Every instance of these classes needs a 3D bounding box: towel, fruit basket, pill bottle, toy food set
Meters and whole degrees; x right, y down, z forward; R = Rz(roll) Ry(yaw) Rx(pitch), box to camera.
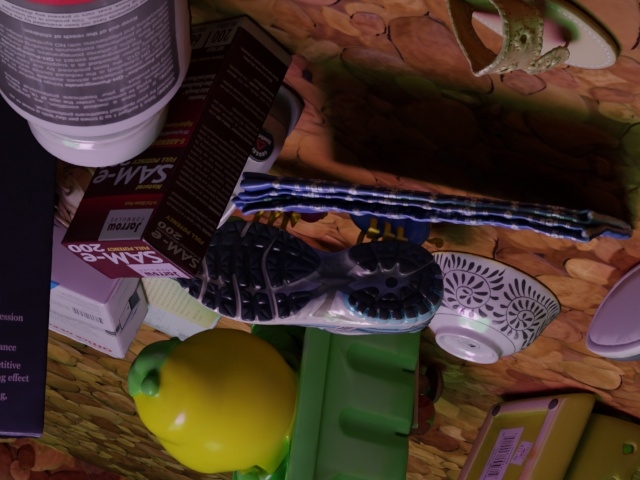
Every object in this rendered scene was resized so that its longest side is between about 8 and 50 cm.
[{"bbox_3d":[0.109,-0.024,1.632,0.336,0.040,0.243,7,-179,18],"label":"towel"},{"bbox_3d":[-0.078,0.215,2.107,0.392,0.392,0.283,26,159,-12],"label":"fruit basket"},{"bbox_3d":[-0.195,-0.196,1.431,0.176,0.176,0.318,18,152,8],"label":"pill bottle"},{"bbox_3d":[0.115,0.214,2.285,0.071,0.128,0.218,6,160,-20],"label":"toy food set"}]

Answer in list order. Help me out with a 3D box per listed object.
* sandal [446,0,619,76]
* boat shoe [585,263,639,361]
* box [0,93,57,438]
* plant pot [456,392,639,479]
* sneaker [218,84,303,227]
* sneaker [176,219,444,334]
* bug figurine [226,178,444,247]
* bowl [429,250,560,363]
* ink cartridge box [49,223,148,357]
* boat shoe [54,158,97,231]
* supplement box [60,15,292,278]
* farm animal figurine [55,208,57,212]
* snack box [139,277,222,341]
[{"bbox_3d":[0.126,-0.168,1.366,0.240,0.079,0.088,32,157,-25],"label":"sandal"},{"bbox_3d":[0.374,0.070,1.667,0.099,0.116,0.319,32,152,-17],"label":"boat shoe"},{"bbox_3d":[-0.450,0.002,1.792,0.293,0.395,0.212,8,172,-36],"label":"box"},{"bbox_3d":[0.302,0.322,2.219,0.207,0.228,0.227,36,156,-20],"label":"plant pot"},{"bbox_3d":[-0.148,-0.070,1.793,0.122,0.146,0.330,28,160,-20],"label":"sneaker"},{"bbox_3d":[-0.012,0.059,1.827,0.283,0.110,0.122,9,159,9],"label":"sneaker"},{"bbox_3d":[0.000,0.000,1.913,0.216,0.072,0.279,19,155,-12],"label":"bug figurine"},{"bbox_3d":[0.176,0.087,1.950,0.170,0.080,0.170,18,159,7],"label":"bowl"},{"bbox_3d":[-0.302,0.060,2.182,0.139,0.082,0.191,22,160,10],"label":"ink cartridge box"},{"bbox_3d":[-0.262,-0.045,1.887,0.285,0.089,0.104,38,169,47],"label":"boat shoe"},{"bbox_3d":[-0.131,-0.084,1.599,0.130,0.239,0.073,-3,148,47],"label":"supplement box"},{"bbox_3d":[-0.470,-0.045,2.075,0.172,0.330,0.327,5,126,43],"label":"farm animal figurine"},{"bbox_3d":[-0.203,0.041,2.230,0.187,0.060,0.322,25,159,-5],"label":"snack box"}]
